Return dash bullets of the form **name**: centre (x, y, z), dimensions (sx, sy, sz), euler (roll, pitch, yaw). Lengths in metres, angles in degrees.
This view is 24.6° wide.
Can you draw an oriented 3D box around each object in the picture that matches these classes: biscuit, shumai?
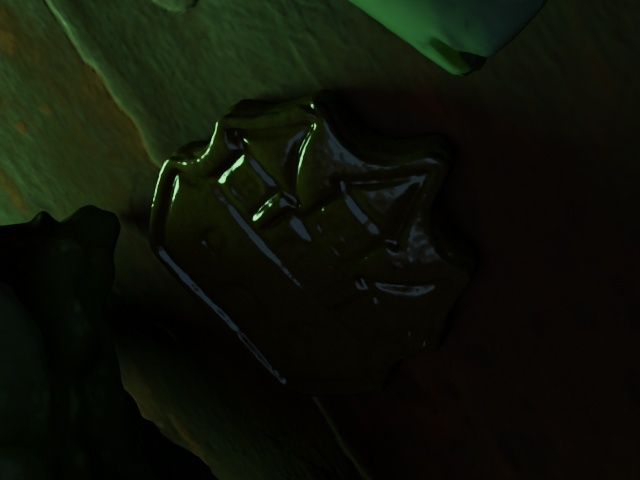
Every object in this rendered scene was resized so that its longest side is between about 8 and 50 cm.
- **biscuit**: centre (-0.001, 0.001, 0.809), dimensions (0.182, 0.034, 0.215), euler (47, 136, -6)
- **shumai**: centre (-0.179, 0.153, 0.894), dimensions (0.324, 0.397, 0.323), euler (-20, 80, 22)

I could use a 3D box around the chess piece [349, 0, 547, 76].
- **chess piece**: centre (-0.025, -0.199, 0.578), dimensions (0.299, 0.195, 0.194), euler (36, 136, -7)
